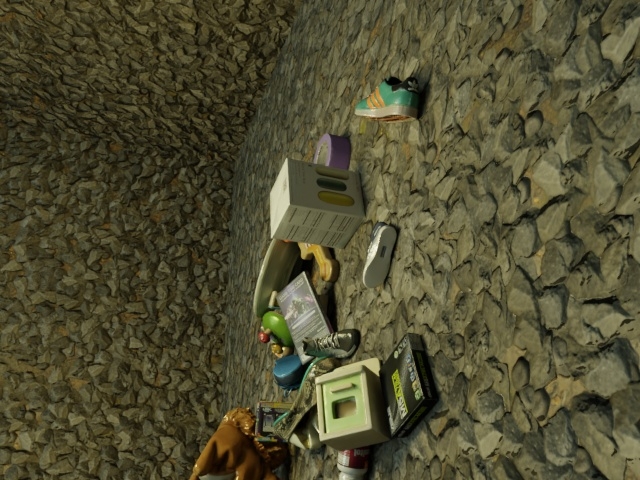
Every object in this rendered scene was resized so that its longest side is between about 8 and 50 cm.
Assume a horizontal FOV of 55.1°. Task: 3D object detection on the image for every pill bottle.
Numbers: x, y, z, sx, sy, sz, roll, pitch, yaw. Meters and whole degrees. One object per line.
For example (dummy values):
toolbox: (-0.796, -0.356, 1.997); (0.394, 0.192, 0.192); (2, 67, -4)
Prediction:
pill bottle: (0.092, 0.589, 1.690); (0.086, 0.086, 0.152); (173, 105, -71)

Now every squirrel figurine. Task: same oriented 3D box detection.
squirrel figurine: (-0.246, 0.832, 2.263); (0.397, 0.370, 0.281); (-59, -4, -47)

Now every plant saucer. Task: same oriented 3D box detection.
plant saucer: (-0.151, 0.131, 2.475); (0.400, 0.100, 0.401); (17, -90, -82)

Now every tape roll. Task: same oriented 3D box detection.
tape roll: (0.040, -0.295, 2.268); (0.189, 0.080, 0.189); (-172, 90, -72)

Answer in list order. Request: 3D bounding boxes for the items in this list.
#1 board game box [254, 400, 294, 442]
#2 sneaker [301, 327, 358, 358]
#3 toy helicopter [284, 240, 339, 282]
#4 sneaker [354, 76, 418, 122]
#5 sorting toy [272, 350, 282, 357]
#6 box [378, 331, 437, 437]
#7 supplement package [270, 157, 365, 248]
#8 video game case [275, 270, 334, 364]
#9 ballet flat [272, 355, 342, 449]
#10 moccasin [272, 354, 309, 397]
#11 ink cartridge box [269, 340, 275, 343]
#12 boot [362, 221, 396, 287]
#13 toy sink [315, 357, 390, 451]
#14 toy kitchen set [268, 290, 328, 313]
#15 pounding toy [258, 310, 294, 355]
board game box: (-0.151, 0.666, 2.245); (0.048, 0.170, 0.141); (135, 141, -63)
sneaker: (0.014, 0.331, 1.933); (0.228, 0.132, 0.086); (-39, 49, 50)
toy helicopter: (0.000, 0.000, 2.238); (0.235, 0.140, 0.355); (-57, 39, 32)
sneaker: (0.202, -0.417, 1.816); (0.302, 0.108, 0.121); (20, 100, 63)
sorting toy: (-0.169, 0.443, 2.627); (0.075, 0.044, 0.083); (-48, 33, 26)
box: (0.210, 0.356, 1.514); (0.191, 0.045, 0.184); (-99, 27, -44)
supplement package: (-0.016, -0.120, 2.060); (0.198, 0.262, 0.199); (122, 150, -49)
video game case: (-0.054, 0.272, 2.144); (0.196, 0.026, 0.274); (-42, 62, 41)
ballet flat: (-0.028, 0.571, 1.992); (0.182, 0.164, 0.483); (55, 138, 28)
moccasin: (-0.098, 0.497, 2.269); (0.342, 0.137, 0.117); (117, 134, -87)
ink cartridge box: (-0.195, 0.395, 2.630); (0.088, 0.052, 0.122); (-47, 10, -20)
boot: (0.166, 0.041, 1.775); (0.086, 0.069, 0.190); (-123, 52, -73)
toy sink: (0.081, 0.417, 1.632); (0.152, 0.131, 0.234); (-20, 51, 22)
toy kitchen set: (-0.087, 0.254, 2.252); (0.207, 0.166, 0.122); (163, 114, -70)
pounding toy: (-0.180, 0.387, 2.407); (0.110, 0.183, 0.237); (-49, -8, -29)
